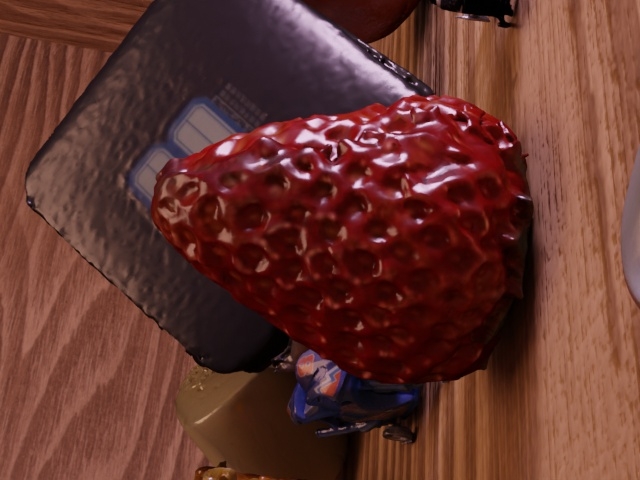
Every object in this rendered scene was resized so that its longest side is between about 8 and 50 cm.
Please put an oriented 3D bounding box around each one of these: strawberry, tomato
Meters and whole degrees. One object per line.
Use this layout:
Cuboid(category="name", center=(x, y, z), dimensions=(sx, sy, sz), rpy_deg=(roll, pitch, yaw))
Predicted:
Cuboid(category="strawberry", center=(0.012, -0.013, 0.851), dimensions=(0.205, 0.244, 0.205), rpy_deg=(-169, 90, -83))
Cuboid(category="tomato", center=(0.032, -0.319, 1.444), dimensions=(0.208, 0.184, 0.208), rpy_deg=(-166, 90, -79))

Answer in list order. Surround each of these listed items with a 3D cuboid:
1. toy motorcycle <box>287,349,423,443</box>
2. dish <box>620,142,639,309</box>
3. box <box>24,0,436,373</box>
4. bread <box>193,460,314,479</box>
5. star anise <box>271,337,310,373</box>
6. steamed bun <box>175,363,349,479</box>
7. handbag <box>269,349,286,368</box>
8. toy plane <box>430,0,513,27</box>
Cuboid(category="toy motorcycle", center=(0.030, 0.125, 1.110), dimensions=(0.205, 0.114, 0.076), rpy_deg=(113, 165, -68))
Cuboid(category="dish", center=(0.153, -0.030, 0.374), dimensions=(0.234, 0.064, 0.154), rpy_deg=(-103, 23, -73))
Cuboid(category="box", center=(-0.094, -0.084, 1.303), dimensions=(0.350, 0.359, 0.091), rpy_deg=(-52, -23, 4))
Cuboid(category="bread", center=(-0.033, 0.268, 1.190), dimensions=(0.274, 0.185, 0.114), rpy_deg=(127, 158, -79))
Cuboid(category="star anise", center=(0.047, 0.041, 1.158), dimensions=(0.172, 0.063, 0.208), rpy_deg=(-48, 1, -31))
Cuboid(category="steamed bun", center=(-0.057, 0.205, 1.500), dimensions=(0.155, 0.200, 0.250), rpy_deg=(-36, 12, 2))
Cuboid(category="handbag", center=(0.000, 0.000, 1.403), dimensions=(0.151, 0.171, 0.298), rpy_deg=(140, 135, -76))
Cuboid(category="toy plane", center=(0.113, -0.195, 1.004), dimensions=(0.197, 0.078, 0.053), rpy_deg=(-44, -37, -75))
